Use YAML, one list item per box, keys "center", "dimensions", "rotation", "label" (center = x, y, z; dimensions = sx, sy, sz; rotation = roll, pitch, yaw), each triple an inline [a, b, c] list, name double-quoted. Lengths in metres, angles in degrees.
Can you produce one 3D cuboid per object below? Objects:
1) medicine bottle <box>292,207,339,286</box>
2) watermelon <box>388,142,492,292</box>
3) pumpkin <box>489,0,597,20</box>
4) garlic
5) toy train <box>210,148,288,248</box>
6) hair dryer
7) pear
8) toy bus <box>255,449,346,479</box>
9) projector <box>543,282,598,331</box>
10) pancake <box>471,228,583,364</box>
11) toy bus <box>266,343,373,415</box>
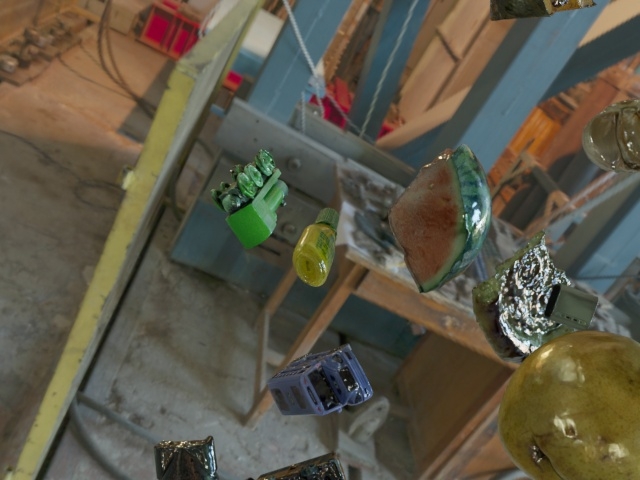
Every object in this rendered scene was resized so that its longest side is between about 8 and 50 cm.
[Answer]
- center: [0.000, 0.000, 1.611]
  dimensions: [0.309, 0.076, 0.111]
  rotation: [-66, 139, -63]
  label: "medicine bottle"
- center: [0.334, -0.075, 1.681]
  dimensions: [0.292, 0.319, 0.222]
  rotation: [59, -12, 11]
  label: "watermelon"
- center: [0.283, -0.383, 0.902]
  dimensions: [0.111, 0.162, 0.278]
  rotation: [2, 19, 35]
  label: "pumpkin"
- center: [0.761, -0.249, 1.642]
  dimensions: [0.230, 0.177, 0.143]
  rotation: [-8, -2, 15]
  label: "garlic"
- center: [-0.114, -0.081, 1.193]
  dimensions: [0.119, 0.085, 0.251]
  rotation: [56, 19, -13]
  label: "toy train"
- center: [-0.200, 0.475, 1.279]
  dimensions: [0.116, 0.244, 0.302]
  rotation: [-6, -3, 17]
  label: "hair dryer"
- center: [0.480, 0.311, 1.179]
  dimensions: [0.315, 0.314, 0.314]
  rotation: [26, 25, -13]
  label: "pear"
- center: [-0.038, 0.536, 1.456]
  dimensions: [0.114, 0.201, 0.098]
  rotation: [18, 52, -80]
  label: "toy bus"
- center: [0.542, 0.145, 1.454]
  dimensions: [0.082, 0.083, 0.083]
  rotation: [20, 1, 8]
  label: "projector"
- center: [0.542, 0.178, 1.681]
  dimensions: [0.427, 0.304, 0.067]
  rotation: [46, -12, -34]
  label: "pancake"
- center: [-0.008, 0.325, 1.508]
  dimensions: [0.133, 0.292, 0.125]
  rotation: [-27, 89, -30]
  label: "toy bus"
